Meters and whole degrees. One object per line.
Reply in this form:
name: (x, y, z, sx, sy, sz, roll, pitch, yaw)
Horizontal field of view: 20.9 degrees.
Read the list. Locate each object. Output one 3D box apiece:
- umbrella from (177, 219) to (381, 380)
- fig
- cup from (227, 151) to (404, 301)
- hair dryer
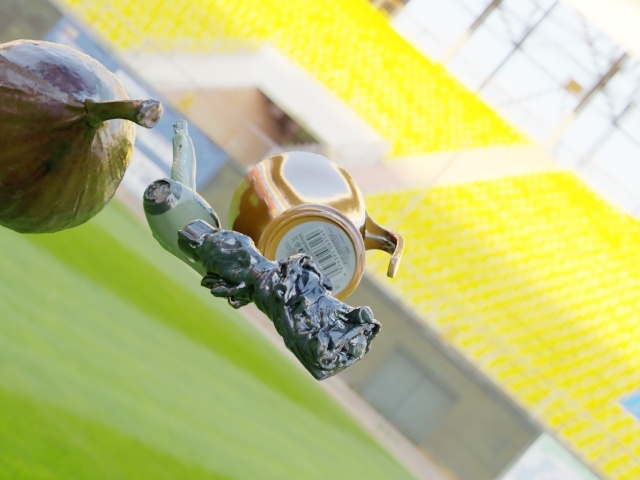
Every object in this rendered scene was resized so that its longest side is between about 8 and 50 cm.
umbrella: (-0.046, 0.037, 1.560, 0.224, 0.080, 0.071, 33, -36, 37)
fig: (-0.261, -0.127, 1.839, 0.217, 0.217, 0.321, 42, -31, -23)
cup: (0.000, 0.000, 2.180, 0.226, 0.182, 0.264, 11, 12, -7)
hair dryer: (-0.160, -0.025, 2.325, 0.225, 0.088, 0.219, -83, 152, -60)
